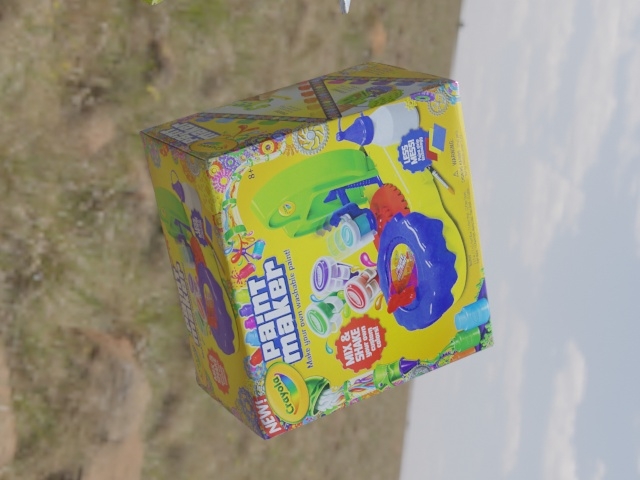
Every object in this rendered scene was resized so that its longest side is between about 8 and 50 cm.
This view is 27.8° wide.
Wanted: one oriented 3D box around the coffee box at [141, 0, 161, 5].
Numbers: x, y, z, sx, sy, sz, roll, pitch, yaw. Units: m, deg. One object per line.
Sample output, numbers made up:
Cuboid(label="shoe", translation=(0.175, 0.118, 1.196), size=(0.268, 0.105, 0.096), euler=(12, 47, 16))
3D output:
Cuboid(label="coffee box", translation=(-0.180, -0.477, 1.191), size=(0.337, 0.338, 0.335), euler=(18, 60, -43))

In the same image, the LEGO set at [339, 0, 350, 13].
Cuboid(label="LEGO set", translation=(0.056, -0.301, 0.942), size=(0.182, 0.060, 0.244), euler=(63, 38, -84))

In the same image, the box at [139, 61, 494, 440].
Cuboid(label="box", translation=(0.000, 0.000, 1.316), size=(0.177, 0.279, 0.290), euler=(26, -48, 59))
